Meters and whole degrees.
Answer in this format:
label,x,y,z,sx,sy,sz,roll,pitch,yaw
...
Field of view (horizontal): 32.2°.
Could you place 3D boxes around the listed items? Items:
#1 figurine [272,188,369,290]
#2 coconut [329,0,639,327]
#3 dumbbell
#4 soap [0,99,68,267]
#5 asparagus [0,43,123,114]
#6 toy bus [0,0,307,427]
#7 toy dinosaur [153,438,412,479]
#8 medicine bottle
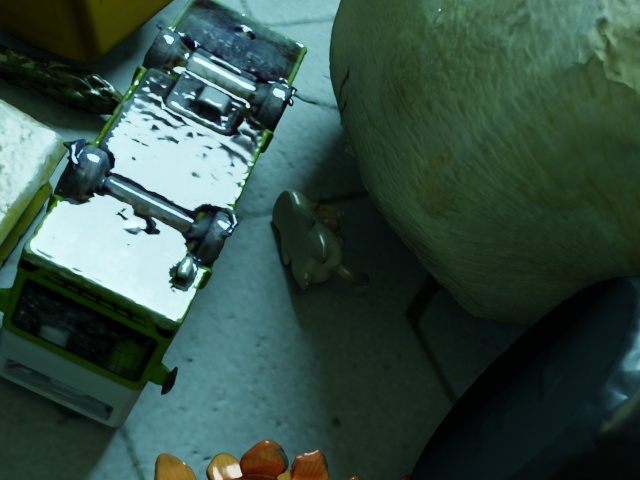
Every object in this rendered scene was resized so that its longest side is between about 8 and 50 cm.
label,x,y,z,sx,sy,sz,roll,pitch,yaw
figurine,0.000,0.000,0.795,0.051,0.047,0.083,11,44,-37
coconut,0.193,-0.103,0.769,0.346,0.346,0.360,-3,57,-27
dumbbell,0.223,0.195,0.619,0.322,0.204,0.204,44,49,-4
soap,-0.263,-0.001,0.645,0.140,0.073,0.232,31,48,-8
asparagus,-0.214,-0.122,0.781,0.165,0.036,0.030,18,60,-13
toy bus,-0.099,-0.033,0.711,0.113,0.139,0.301,27,41,-6
toy dinosaur,-0.059,0.172,0.621,0.288,0.070,0.117,-17,68,-31
medicine bottle,-0.146,-0.251,0.804,0.112,0.149,0.222,24,54,27
